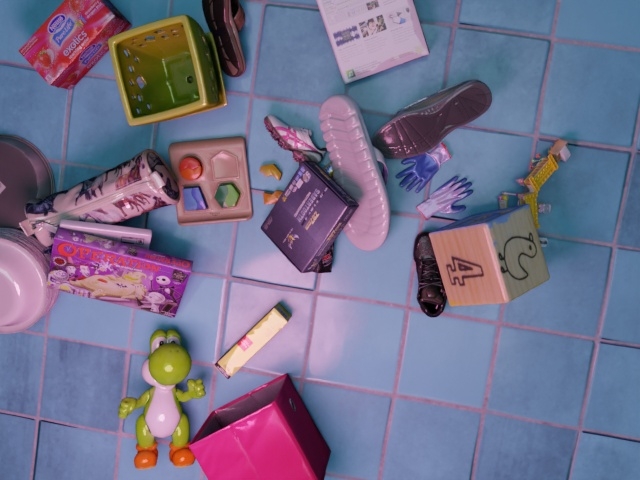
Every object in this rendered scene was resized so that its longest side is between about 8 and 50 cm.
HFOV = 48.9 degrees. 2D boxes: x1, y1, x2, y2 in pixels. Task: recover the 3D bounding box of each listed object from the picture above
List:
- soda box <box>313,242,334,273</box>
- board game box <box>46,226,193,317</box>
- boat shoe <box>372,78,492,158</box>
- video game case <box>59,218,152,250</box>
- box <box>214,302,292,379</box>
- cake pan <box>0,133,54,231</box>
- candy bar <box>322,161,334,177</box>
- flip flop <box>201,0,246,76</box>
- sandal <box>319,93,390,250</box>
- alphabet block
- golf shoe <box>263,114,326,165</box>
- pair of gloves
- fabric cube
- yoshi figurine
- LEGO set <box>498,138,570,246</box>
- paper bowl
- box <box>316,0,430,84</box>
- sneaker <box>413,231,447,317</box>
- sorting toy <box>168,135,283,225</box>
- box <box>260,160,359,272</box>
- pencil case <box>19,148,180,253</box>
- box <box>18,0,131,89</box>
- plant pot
[{"bbox_3d":[0.000,0.000,1.869,0.060,0.053,0.168,12,100,46],"label":"soda box"},{"bbox_3d":[-0.527,0.090,1.846,0.347,0.056,0.208,15,130,-13],"label":"board game box"},{"bbox_3d":[0.281,-0.314,1.805,0.320,0.103,0.118,-30,111,14],"label":"boat shoe"},{"bbox_3d":[-0.575,0.033,1.862,0.227,0.026,0.206,7,136,-18],"label":"video game case"},{"bbox_3d":[-0.182,0.272,1.913,0.232,0.087,0.058,-43,90,9],"label":"box"},{"bbox_3d":[-0.889,-0.150,1.957,0.293,0.054,0.293,1,96,6],"label":"cake pan"},{"bbox_3d":[-0.007,-0.160,1.882,0.161,0.018,0.040,-40,91,9],"label":"candy bar"},{"bbox_3d":[-0.234,-0.567,1.830,0.112,0.080,0.277,7,116,49],"label":"flip flop"},{"bbox_3d":[0.112,-0.176,1.819,0.169,0.102,0.416,3,111,43],"label":"sandal"},{"bbox_3d":[0.416,0.038,1.741,0.192,0.193,0.197,-21,96,-36],"label":"alphabet block"},{"bbox_3d":[-0.068,-0.271,1.858,0.186,0.067,0.086,43,83,-7],"label":"golf shoe"},{"bbox_3d":[0.302,-0.148,1.850,0.159,0.023,0.198,-34,91,9],"label":"pair of gloves"},{"bbox_3d":[-0.148,0.547,1.854,0.259,0.254,0.258,-29,92,8],"label":"fabric cube"},{"bbox_3d":[-0.413,0.420,1.871,0.203,0.203,0.362,-2,87,30],"label":"yoshi figurine"},{"bbox_3d":[0.535,-0.128,1.808,0.132,0.107,0.287,10,93,-30],"label":"LEGO set"},{"bbox_3d":[-0.870,0.118,1.912,0.284,0.148,0.284,2,109,5],"label":"paper bowl"},{"bbox_3d":[0.118,-0.587,1.781,0.232,0.058,0.322,-18,104,7],"label":"box"},{"bbox_3d":[0.288,0.091,1.824,0.087,0.130,0.227,-2,94,4],"label":"sneaker"},{"bbox_3d":[-0.251,-0.163,1.895,0.307,0.041,0.229,-5,96,7],"label":"sorting toy"},{"bbox_3d":[-0.032,-0.060,1.813,0.183,0.059,0.232,47,117,24],"label":"box"},{"bbox_3d":[-0.569,-0.103,1.849,0.410,0.183,0.160,-21,109,12],"label":"pencil case"},{"bbox_3d":[-0.644,-0.534,1.855,0.257,0.122,0.128,-42,90,9],"label":"box"},{"bbox_3d":[-0.367,-0.420,1.785,0.227,0.207,0.228,-11,94,16],"label":"plant pot"}]
